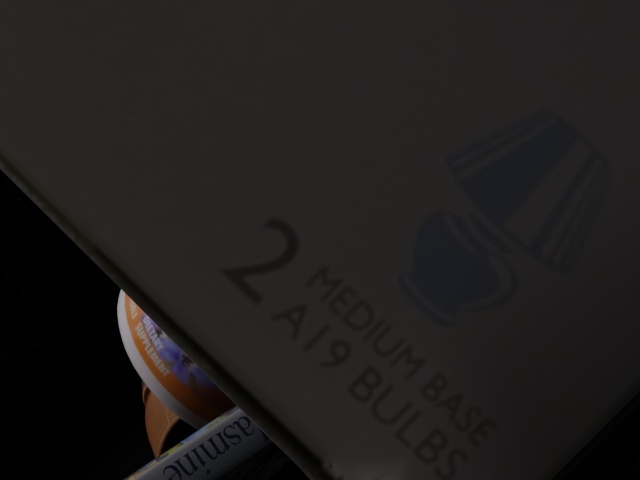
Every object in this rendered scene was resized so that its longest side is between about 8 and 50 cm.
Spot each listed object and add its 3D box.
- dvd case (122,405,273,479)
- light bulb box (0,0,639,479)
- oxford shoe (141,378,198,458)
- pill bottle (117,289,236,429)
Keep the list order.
[{"bbox_3d":[-0.050,0.093,0.845,0.253,0.022,0.180,-33,-3,-21],"label":"dvd case"},{"bbox_3d":[-0.014,-0.130,0.594,0.225,0.358,0.361,-46,1,7],"label":"light bulb box"},{"bbox_3d":[-0.022,0.068,1.148,0.212,0.076,0.076,-41,34,29],"label":"oxford shoe"},{"bbox_3d":[0.000,0.000,1.011,0.216,0.121,0.121,-44,2,35],"label":"pill bottle"}]
